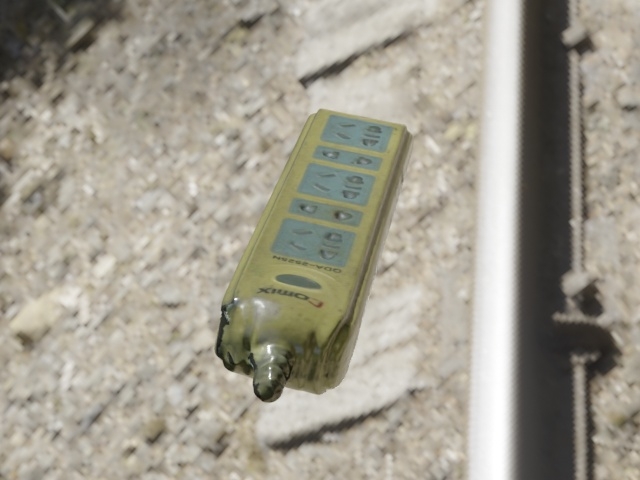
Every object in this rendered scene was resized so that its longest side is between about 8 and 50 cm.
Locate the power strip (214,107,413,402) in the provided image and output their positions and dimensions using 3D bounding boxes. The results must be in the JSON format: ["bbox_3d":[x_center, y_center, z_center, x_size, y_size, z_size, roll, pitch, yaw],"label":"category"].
[{"bbox_3d":[0.000,0.000,1.133,0.092,0.066,0.387,13,30,4],"label":"power strip"}]
